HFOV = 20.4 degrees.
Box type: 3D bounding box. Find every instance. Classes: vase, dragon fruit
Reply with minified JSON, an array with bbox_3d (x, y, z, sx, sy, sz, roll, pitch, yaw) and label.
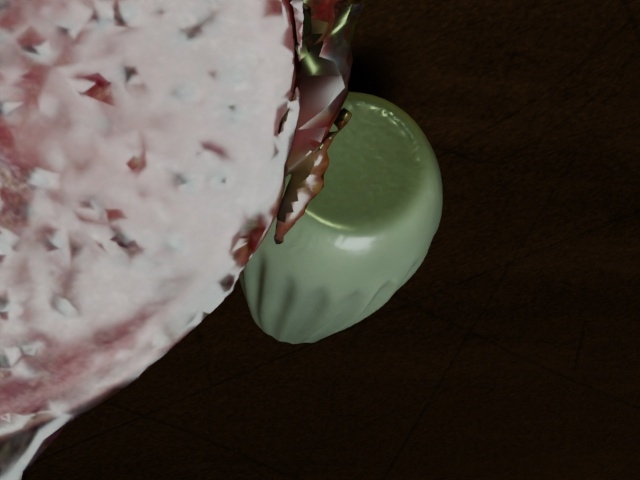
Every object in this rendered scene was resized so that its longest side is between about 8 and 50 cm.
[{"bbox_3d":[0.000,0.000,1.143,0.128,0.128,0.248,-12,161,-14],"label":"vase"},{"bbox_3d":[-0.161,-0.094,0.647,0.296,0.263,0.314,38,110,-27],"label":"dragon fruit"}]
